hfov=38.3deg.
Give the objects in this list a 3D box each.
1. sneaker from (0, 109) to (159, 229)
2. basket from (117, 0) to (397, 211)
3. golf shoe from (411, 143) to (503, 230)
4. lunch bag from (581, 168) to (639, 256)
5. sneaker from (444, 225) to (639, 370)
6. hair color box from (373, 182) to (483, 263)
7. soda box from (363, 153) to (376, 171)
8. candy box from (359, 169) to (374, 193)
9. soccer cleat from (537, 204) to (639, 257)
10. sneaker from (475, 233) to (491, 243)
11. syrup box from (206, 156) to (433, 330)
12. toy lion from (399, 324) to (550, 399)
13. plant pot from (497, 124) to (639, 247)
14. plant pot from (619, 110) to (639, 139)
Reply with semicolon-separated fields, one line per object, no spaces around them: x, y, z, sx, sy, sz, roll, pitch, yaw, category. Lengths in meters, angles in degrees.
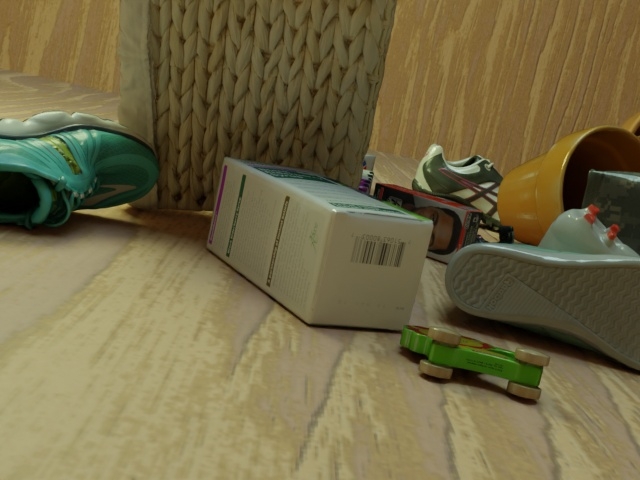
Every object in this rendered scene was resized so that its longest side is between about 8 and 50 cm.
-0.254;-0.049;0.833;0.110;0.107;0.275;41;28;29;sneaker
-0.061;-0.233;1.027;0.266;0.331;0.328;10;43;-1;basket
0.290;-0.079;1.566;0.272;0.120;0.105;12;8;-12;golf shoe
0.409;0.014;1.050;0.235;0.169;0.287;12;2;16;lunch bag
0.245;0.048;0.843;0.255;0.094;0.151;16;7;11;sneaker
0.127;-0.022;1.156;0.141;0.072;0.043;19;11;38;hair color box
0.029;-0.127;1.650;0.073;0.069;0.216;15;9;19;soda box
-0.015;-0.064;1.219;0.159;0.071;0.233;12;10;4;candy box
0.299;0.050;0.903;0.196;0.076;0.068;45;31;10;soccer cleat
0.183;-0.008;1.194;0.119;0.057;0.047;14;8;0;sneaker
-0.011;-0.004;0.806;0.093;0.096;0.237;7;12;-29;syrup box
0.108;0.082;0.669;0.100;0.034;0.096;13;2;3;toy lion
0.375;-0.059;1.395;0.205;0.205;0.188;7;-5;-28;plant pot
0.575;-0.084;1.566;0.290;0.291;0.203;10;-6;-14;plant pot
